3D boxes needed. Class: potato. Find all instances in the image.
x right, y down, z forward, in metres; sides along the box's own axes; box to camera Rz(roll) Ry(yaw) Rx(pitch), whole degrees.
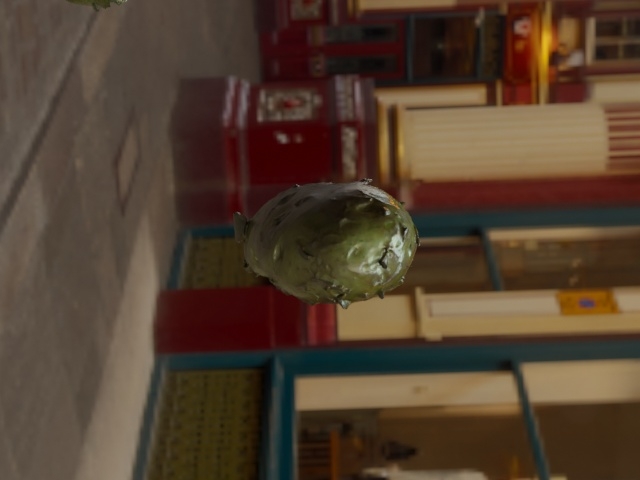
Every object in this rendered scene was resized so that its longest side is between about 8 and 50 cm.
[{"bbox_3d":[0.000,0.000,0.978,0.225,0.117,0.090,13,-60,66],"label":"potato"}]

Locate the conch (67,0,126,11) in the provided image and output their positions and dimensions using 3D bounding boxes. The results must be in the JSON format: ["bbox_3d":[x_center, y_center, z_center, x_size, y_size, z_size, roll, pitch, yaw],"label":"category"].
[{"bbox_3d":[-0.234,-0.248,0.916,0.095,0.079,0.200,11,-33,54],"label":"conch"}]
